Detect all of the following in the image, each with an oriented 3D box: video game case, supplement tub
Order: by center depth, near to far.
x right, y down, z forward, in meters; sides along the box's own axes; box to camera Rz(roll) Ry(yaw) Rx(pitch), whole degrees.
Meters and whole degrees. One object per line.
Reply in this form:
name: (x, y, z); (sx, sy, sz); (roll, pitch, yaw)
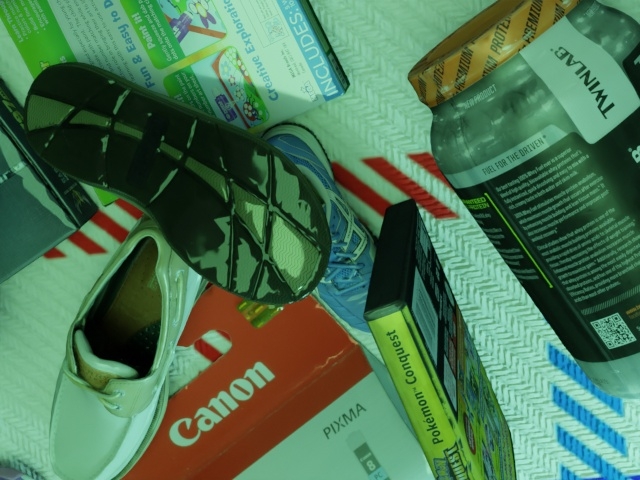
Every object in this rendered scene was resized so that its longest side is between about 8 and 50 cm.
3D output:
supplement tub: (0.219, -0.047, 0.985); (0.194, 0.193, 0.316); (-34, 101, 17)
video game case: (0.104, 0.116, 1.012); (0.035, 0.275, 0.248); (-21, 104, 12)

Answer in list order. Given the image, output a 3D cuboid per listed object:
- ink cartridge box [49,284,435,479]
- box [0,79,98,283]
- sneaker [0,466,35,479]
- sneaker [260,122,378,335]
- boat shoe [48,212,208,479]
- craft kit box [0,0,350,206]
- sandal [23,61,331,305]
ink cartridge box: (-0.038, 0.243, 1.175); (0.308, 0.091, 0.385); (-40, 100, 18)
box: (-0.353, -0.034, 1.146); (0.233, 0.059, 0.183); (-31, 102, 17)
sneaker: (-0.343, 0.342, 1.246); (0.095, 0.104, 0.236); (21, 109, 3)
sneaker: (0.000, 0.000, 1.092); (0.080, 0.081, 0.211); (-30, 101, 16)
boat shoe: (-0.189, 0.103, 1.130); (0.113, 0.103, 0.302); (25, 106, 12)
craft kit box: (-0.137, -0.189, 1.067); (0.247, 0.061, 0.249); (-23, 103, 12)
sandal: (-0.112, -0.059, 1.035); (0.303, 0.086, 0.120); (34, 99, 16)
